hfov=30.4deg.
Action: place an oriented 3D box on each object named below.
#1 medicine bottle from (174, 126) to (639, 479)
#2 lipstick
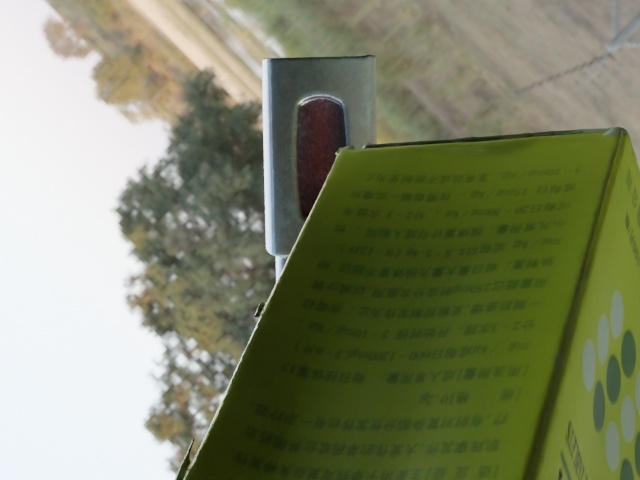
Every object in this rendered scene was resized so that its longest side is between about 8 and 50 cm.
[{"bbox_3d":[0.054,0.083,0.475,0.141,0.250,0.137,0,133,26],"label":"medicine bottle"},{"bbox_3d":[0.000,0.000,0.810,0.077,0.078,0.253,-100,10,-81],"label":"lipstick"}]
